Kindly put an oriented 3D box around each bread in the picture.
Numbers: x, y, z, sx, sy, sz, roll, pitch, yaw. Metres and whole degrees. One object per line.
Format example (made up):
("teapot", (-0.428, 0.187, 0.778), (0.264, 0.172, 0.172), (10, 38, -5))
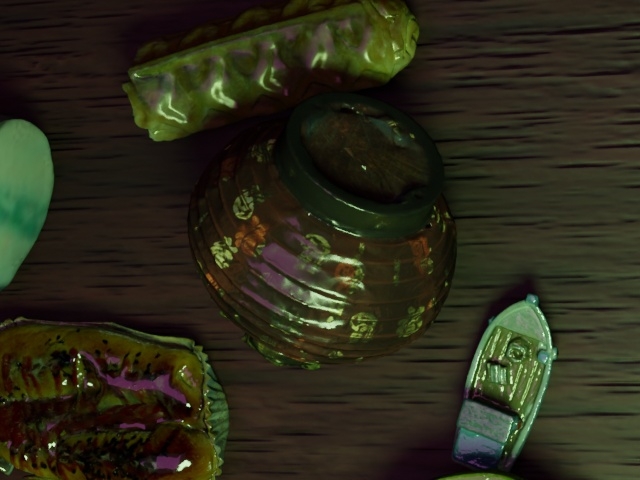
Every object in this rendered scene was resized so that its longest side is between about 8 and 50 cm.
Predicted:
("bread", (-0.042, -0.161, 1.648), (0.269, 0.098, 0.087), (-13, 126, 19))

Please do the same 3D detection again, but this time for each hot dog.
("hot dog", (-0.210, 0.156, 1.717), (0.270, 0.082, 0.162), (7, 92, 20))

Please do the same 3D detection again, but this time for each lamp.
("lamp", (0.000, 0.000, 1.569), (0.247, 0.247, 0.247), (1, 92, 19))

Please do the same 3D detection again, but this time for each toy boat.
("toy boat", (0.159, 0.126, 1.601), (0.069, 0.059, 0.173), (21, 98, 17))

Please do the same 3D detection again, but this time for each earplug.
("earplug", (-0.434, -0.079, 1.747), (0.324, 0.185, 0.185), (22, 98, 23))

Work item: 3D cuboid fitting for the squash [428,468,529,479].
("squash", (0.135, 0.301, 1.543), (0.219, 0.041, 0.219), (0, 89, 9))
